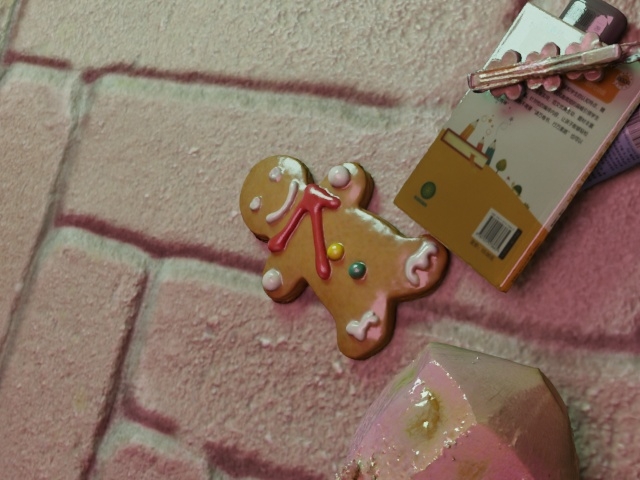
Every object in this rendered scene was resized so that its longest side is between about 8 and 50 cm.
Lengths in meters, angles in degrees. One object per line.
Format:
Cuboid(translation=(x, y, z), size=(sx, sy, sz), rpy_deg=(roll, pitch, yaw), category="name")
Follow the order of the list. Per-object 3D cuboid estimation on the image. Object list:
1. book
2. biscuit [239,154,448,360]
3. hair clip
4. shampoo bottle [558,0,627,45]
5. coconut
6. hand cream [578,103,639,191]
Cuboid(translation=(0.229, -0.113, 1.314), size=(0.295, 0.020, 0.208), rpy_deg=(-56, 48, 11), category="book")
Cuboid(translation=(0.000, 0.000, 1.471), size=(0.216, 0.047, 0.339), rpy_deg=(-50, 56, 10), category="biscuit")
Cuboid(translation=(0.264, -0.197, 1.271), size=(0.214, 0.056, 0.062), rpy_deg=(-5, 87, 48), category="hair clip")
Cuboid(translation=(0.289, -0.212, 1.342), size=(0.080, 0.040, 0.165), rpy_deg=(41, 101, 35), category="shampoo bottle")
Cuboid(translation=(0.154, 0.232, 1.192), size=(0.245, 0.233, 0.233), rpy_deg=(-48, 56, 16), category="coconut")
Cuboid(translation=(0.300, -0.097, 1.295), size=(0.271, 0.058, 0.091), rpy_deg=(-25, 72, 30), category="hand cream")
